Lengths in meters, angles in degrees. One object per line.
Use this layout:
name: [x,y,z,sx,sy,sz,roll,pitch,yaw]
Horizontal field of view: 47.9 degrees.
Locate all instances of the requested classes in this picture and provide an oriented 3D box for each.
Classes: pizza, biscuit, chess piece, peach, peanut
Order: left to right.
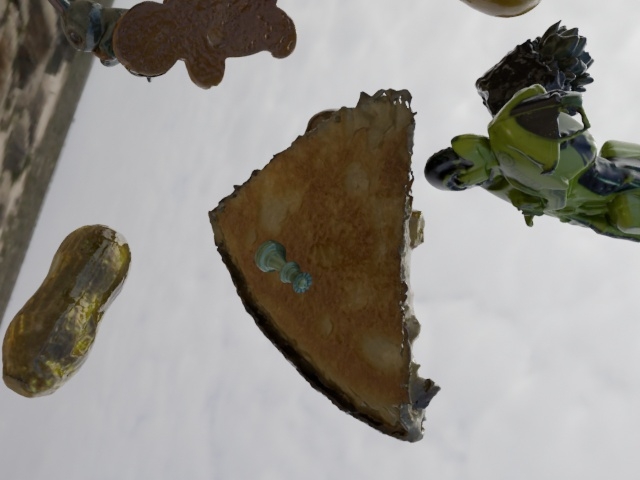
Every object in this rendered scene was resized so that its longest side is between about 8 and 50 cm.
peanut: [-0.268,0.071,0.764,0.087,0.087,0.206,-37,-153,52]
biscuit: [-0.201,-0.376,1.243,0.047,0.340,0.216,28,-40,52]
chess piece: [-0.043,0.036,0.889,0.093,0.042,0.042,38,-73,47]
pizza: [-0.012,0.027,0.988,0.392,0.080,0.435,3,-85,42]
peach: [0.225,-0.376,0.988,0.103,0.179,0.179,-62,-156,26]

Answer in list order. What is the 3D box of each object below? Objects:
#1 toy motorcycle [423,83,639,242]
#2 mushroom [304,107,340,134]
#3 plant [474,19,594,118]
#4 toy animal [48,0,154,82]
toy motorcycle: [0.319,-0.097,0.941,0.206,0.342,0.142,144,-45,-58]
mushroom: [0.003,-0.082,1.303,0.128,0.128,0.350,-95,-169,-45]
plant: [0.366,-0.265,1.202,0.194,0.129,0.132,-32,-133,17]
toy animal: [-0.399,-0.390,1.316,0.125,0.251,0.127,-65,-170,1]
